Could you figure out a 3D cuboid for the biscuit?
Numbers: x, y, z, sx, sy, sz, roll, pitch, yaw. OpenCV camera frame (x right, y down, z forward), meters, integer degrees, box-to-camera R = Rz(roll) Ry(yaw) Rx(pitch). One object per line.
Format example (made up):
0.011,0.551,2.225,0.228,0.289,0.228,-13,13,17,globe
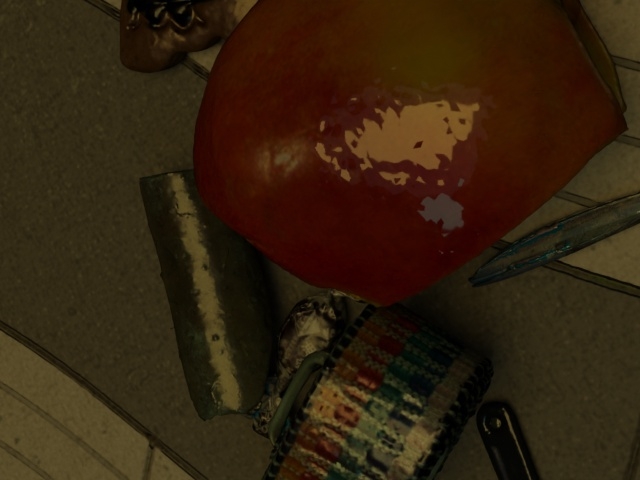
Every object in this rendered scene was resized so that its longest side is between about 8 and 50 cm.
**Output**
-0.150,-0.322,1.265,0.278,0.043,0.301,-42,80,21,biscuit

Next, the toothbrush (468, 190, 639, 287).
0.314,-0.041,1.115,0.413,0.042,0.035,-24,51,24,toothbrush

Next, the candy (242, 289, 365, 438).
-0.010,0.109,1.261,0.094,0.051,0.226,34,108,9,candy

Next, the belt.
0.032,0.193,1.172,0.160,0.207,0.295,32,123,11,belt

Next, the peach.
0.053,-0.115,1.104,0.380,0.242,0.306,-32,89,23,peach

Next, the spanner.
0.216,0.308,1.207,0.087,0.024,0.315,-23,88,29,spanner

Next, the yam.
-0.109,0.047,1.261,0.106,0.106,0.259,-15,89,23,yam
